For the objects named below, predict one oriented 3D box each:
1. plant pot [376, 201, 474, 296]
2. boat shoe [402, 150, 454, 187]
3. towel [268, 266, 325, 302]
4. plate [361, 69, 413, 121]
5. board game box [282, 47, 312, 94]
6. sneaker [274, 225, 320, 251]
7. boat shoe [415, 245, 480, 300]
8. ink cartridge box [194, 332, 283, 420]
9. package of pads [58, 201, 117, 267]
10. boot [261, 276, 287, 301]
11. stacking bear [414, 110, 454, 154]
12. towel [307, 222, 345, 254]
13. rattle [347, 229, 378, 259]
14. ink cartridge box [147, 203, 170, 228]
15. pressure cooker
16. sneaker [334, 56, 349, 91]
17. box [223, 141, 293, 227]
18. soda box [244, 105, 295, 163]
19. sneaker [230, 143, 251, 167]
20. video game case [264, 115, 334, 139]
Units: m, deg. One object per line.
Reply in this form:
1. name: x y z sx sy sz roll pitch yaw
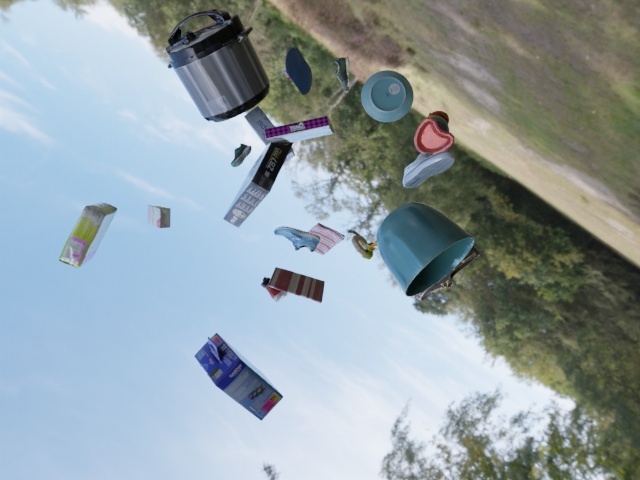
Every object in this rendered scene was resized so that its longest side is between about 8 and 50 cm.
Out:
1. plant pot: 0.332 0.008 1.473 0.293 0.293 0.235 7 -140 -56
2. boat shoe: 0.329 -0.242 1.361 0.083 0.226 0.075 5 -108 -27
3. towel: -0.139 0.268 2.594 0.329 0.037 0.237 17 -157 -2
4. plate: 0.240 -0.518 1.535 0.188 0.188 0.024 36 180 3
5. board game box: -0.091 -0.631 1.612 0.033 0.133 0.169 -1 151 33
6. sneaker: -0.086 -0.003 1.471 0.162 0.073 0.063 16 179 10
7. boat shoe: 0.522 0.137 1.797 0.097 0.324 0.116 45 -177 27
8. ink cartridge box: -0.377 0.578 1.882 0.270 0.151 0.395 23 156 52
9. package of pads: -1.079 -0.032 2.006 0.101 0.296 0.229 27 -177 -15
10. boot: -0.268 0.281 2.711 0.176 0.088 0.244 44 -159 14
11. stacking bear: 0.557 -0.544 2.099 0.175 0.164 0.289 38 -140 -7
12. towel: 0.000 0.000 1.907 0.144 0.197 0.029 25 -128 -21
13. rattle: 0.208 -0.020 1.940 0.130 0.142 0.199 22 -151 -15
14. ink cartridge box: -0.944 -0.145 2.492 0.198 0.115 0.067 15 -164 43
15. pressure cooker: -0.456 -0.790 1.914 0.375 0.370 0.420 39 162 53
16. sneaker: 0.118 -0.941 2.443 0.086 0.192 0.064 -4 -140 -1
17. box: -0.272 -0.264 1.890 0.097 0.395 0.318 29 -120 -17
18. soda box: -0.244 -0.505 2.084 0.286 0.091 0.098 52 179 8
19. sneaker: -0.460 -0.481 2.422 0.076 0.166 0.065 29 154 13
20. video game case: -0.072 -0.405 1.601 0.210 0.232 0.041 -42 -58 -80
